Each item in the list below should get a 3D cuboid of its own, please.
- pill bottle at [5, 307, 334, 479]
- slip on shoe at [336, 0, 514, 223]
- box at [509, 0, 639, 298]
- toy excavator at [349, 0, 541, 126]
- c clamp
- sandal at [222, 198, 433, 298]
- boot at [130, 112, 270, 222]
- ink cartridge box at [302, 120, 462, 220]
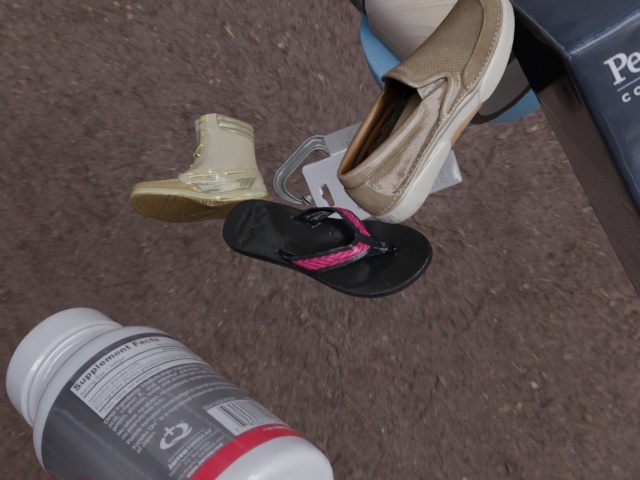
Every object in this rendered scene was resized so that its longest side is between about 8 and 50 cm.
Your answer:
[{"bbox_3d":[-0.155,0.189,0.874,0.318,0.176,0.176,30,96,36],"label":"pill bottle"},{"bbox_3d":[0.052,-0.076,0.470,0.041,0.051,0.135,32,86,-34],"label":"slip on shoe"},{"bbox_3d":[0.345,-0.094,0.688,0.293,0.212,0.395,-31,120,10],"label":"box"},{"bbox_3d":[0.249,-0.261,1.061,0.433,0.445,0.222,-39,70,-5],"label":"toy excavator"},{"bbox_3d":[-0.002,-0.120,1.684,0.160,0.022,0.137,-41,123,7],"label":"c clamp"},{"bbox_3d":[0.000,0.000,0.747,0.179,0.040,0.067,12,64,18],"label":"sandal"},{"bbox_3d":[-0.237,-0.142,1.773,0.262,0.095,0.203,-3,61,-17],"label":"boot"},{"bbox_3d":[0.072,-0.095,1.154,0.180,0.060,0.104,-20,123,4],"label":"ink cartridge box"}]
